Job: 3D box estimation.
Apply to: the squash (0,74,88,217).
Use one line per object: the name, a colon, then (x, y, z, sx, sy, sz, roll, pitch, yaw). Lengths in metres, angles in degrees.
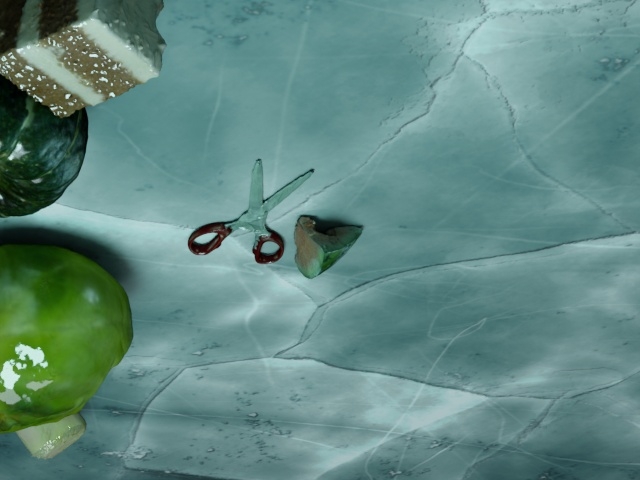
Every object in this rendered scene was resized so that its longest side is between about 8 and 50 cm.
squash: (-0.399, -0.130, 1.586, 0.252, 0.165, 0.252, -4, 152, -2)

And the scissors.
scissors: (-0.090, -0.038, 1.924, 0.144, 0.017, 0.248, 8, 147, -19)

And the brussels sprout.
brussels sprout: (-0.434, 0.153, 1.968, 0.344, 0.268, 0.344, -15, 146, -10)

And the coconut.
coconut: (-0.486, 0.313, 2.403, 0.116, 0.122, 0.116, -36, 169, -8)

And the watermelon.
watermelon: (0.004, 0.010, 1.990, 0.101, 0.080, 0.155, -29, 159, -29)

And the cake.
cake: (-0.257, -0.230, 1.457, 0.147, 0.135, 0.134, -21, 143, 29)
